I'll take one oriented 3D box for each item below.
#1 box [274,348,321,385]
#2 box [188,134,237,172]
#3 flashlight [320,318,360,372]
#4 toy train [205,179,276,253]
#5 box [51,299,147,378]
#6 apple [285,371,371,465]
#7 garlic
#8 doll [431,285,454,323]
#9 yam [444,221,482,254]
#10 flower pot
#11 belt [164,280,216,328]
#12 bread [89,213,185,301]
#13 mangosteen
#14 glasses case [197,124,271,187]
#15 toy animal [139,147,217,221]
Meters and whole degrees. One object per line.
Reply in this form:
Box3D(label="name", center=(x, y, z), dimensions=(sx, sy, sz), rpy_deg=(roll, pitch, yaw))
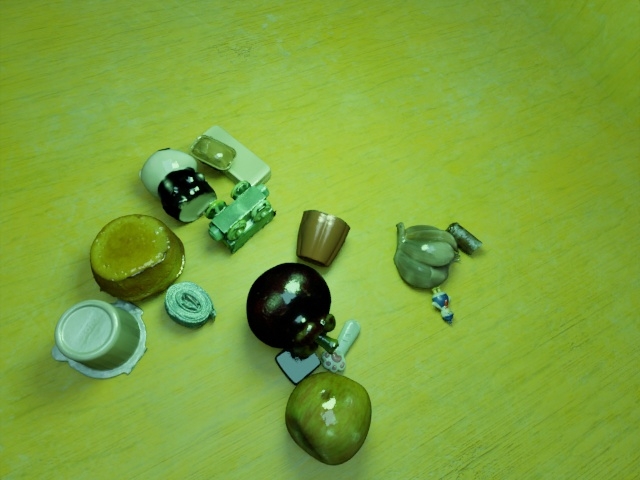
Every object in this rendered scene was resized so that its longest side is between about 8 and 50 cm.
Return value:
Box3D(label="box", center=(-0.079, 0.415, 1.406), dimensions=(0.125, 0.027, 0.126), rpy_deg=(-38, 78, -17))
Box3D(label="box", center=(-0.405, -0.328, 1.547), dimensions=(0.177, 0.111, 0.111), rpy_deg=(27, 67, 4))
Box3D(label="flashlight", center=(0.079, 0.366, 1.432), dimensions=(0.093, 0.047, 0.200), rpy_deg=(34, 68, 2))
Box3D(label="toy train", center=(-0.293, -0.091, 1.497), dimensions=(0.159, 0.188, 0.271), rpy_deg=(42, 71, 10))
Box3D(label="box", center=(-0.718, 0.292, 1.272), dimensions=(0.291, 0.206, 0.262), rpy_deg=(-9, 69, -14))
Box3D(label="apple", center=(0.030, 0.531, 1.254), dimensions=(0.264, 0.264, 0.264), rpy_deg=(3, 68, -6))
Box3D(label="garlic", center=(0.406, 0.054, 1.573), dimensions=(0.292, 0.210, 0.237), rpy_deg=(20, 33, 6))
Box3D(label="doll", center=(0.460, 0.243, 1.531), dimensions=(0.098, 0.057, 0.143), rpy_deg=(-11, 74, -31))
Box3D(label="yam", center=(0.568, -0.008, 1.635), dimensions=(0.141, 0.079, 0.079), rpy_deg=(41, 69, 8))
Box3D(label="flower pot", center=(0.000, 0.000, 1.511), dimensions=(0.190, 0.190, 0.173), rpy_deg=(18, 78, 0))
Box3D(label="belt", center=(-0.453, 0.224, 1.403), dimensions=(0.147, 0.082, 0.163), rpy_deg=(-19, 68, -25))
Box3D(label="bread", center=(-0.628, 0.049, 1.397), dimensions=(0.312, 0.172, 0.312), rpy_deg=(3, 60, -6))
Box3D(label="mangosteen", center=(-0.097, 0.226, 1.325), dimensions=(0.296, 0.297, 0.313), rpy_deg=(-7, 31, -10))
Box3D(label="glasses case", center=(-0.352, -0.327, 1.646), dimensions=(0.313, 0.070, 0.131), rpy_deg=(38, 69, 8))
Box3D(label="toy animal", center=(-0.525, -0.207, 1.512), dimensions=(0.212, 0.212, 0.267), rpy_deg=(-33, 73, -19))
